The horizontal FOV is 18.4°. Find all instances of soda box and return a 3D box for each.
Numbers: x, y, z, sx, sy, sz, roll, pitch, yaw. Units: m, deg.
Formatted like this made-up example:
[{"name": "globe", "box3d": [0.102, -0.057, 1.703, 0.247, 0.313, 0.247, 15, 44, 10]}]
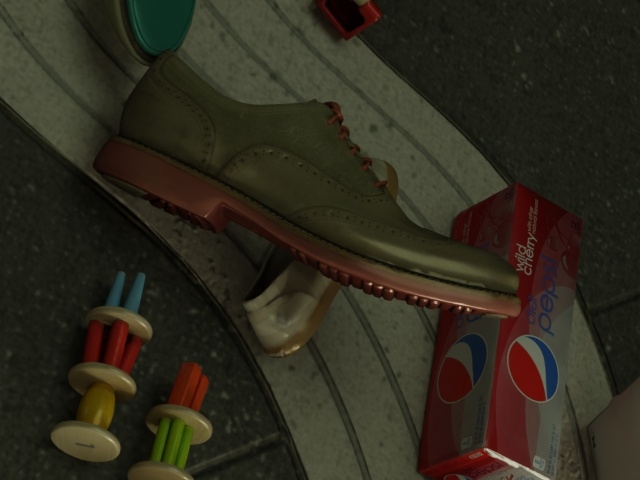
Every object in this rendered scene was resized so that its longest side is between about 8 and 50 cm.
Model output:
[{"name": "soda box", "box3d": [0.158, 0.087, 1.711, 0.083, 0.092, 0.263, 27, 55, -27]}]

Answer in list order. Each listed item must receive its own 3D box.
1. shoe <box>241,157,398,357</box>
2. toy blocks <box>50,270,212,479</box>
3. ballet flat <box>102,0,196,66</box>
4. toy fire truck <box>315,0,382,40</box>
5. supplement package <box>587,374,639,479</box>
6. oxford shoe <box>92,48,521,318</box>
[{"name": "shoe", "box3d": [0.000, 0.000, 1.628, 0.058, 0.076, 0.219, 47, 50, -20]}, {"name": "toy blocks", "box3d": [-0.130, 0.105, 1.486, 0.123, 0.054, 0.148, 31, 53, -25]}, {"name": "ballet flat", "box3d": [-0.144, -0.246, 1.617, 0.086, 0.086, 0.248, 21, 64, -32]}, {"name": "toy fire truck", "box3d": [0.088, -0.269, 1.781, 0.047, 0.192, 0.135, 50, 19, -13]}, {"name": "supplement package", "box3d": [0.406, 0.213, 1.730, 0.293, 0.177, 0.175, -2, 70, -9]}, {"name": "oxford shoe", "box3d": [0.006, -0.042, 1.523, 0.348, 0.123, 0.130, 23, 84, -2]}]
